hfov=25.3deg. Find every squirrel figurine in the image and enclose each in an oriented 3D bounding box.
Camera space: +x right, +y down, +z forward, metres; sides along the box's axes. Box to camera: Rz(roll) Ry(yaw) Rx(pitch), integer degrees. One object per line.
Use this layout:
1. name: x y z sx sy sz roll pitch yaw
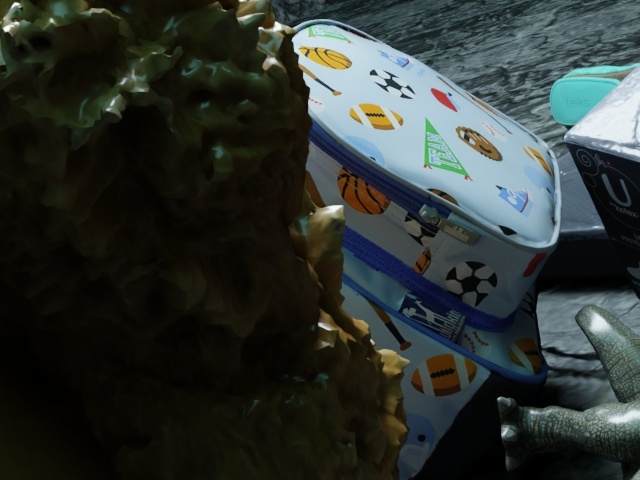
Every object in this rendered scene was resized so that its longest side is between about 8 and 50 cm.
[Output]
1. squirrel figurine: -0.176 0.017 0.543 0.397 0.370 0.281 -27 -5 9

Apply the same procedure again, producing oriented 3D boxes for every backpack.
1. backpack: 0.000 0.000 0.800 0.263 0.213 0.276 23 18 -1

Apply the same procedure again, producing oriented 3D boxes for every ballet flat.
1. ballet flat: 0.313 -0.128 1.316 0.087 0.083 0.247 -9 12 -25

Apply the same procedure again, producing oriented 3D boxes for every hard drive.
1. hard drive: 0.239 -0.036 1.105 0.172 0.054 0.255 -4 20 42

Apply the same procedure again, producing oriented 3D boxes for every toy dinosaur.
1. toy dinosaur: 0.158 0.115 0.600 0.160 0.121 0.313 -3 12 6

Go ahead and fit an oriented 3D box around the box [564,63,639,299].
1. box: 0.294 -0.071 0.821 0.247 0.142 0.163 -43 33 -16
